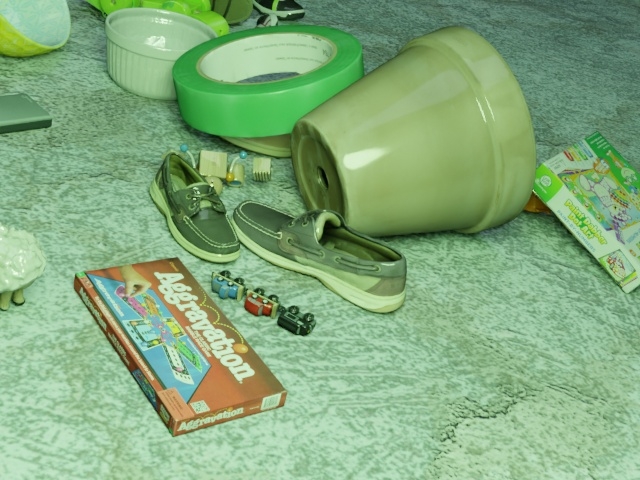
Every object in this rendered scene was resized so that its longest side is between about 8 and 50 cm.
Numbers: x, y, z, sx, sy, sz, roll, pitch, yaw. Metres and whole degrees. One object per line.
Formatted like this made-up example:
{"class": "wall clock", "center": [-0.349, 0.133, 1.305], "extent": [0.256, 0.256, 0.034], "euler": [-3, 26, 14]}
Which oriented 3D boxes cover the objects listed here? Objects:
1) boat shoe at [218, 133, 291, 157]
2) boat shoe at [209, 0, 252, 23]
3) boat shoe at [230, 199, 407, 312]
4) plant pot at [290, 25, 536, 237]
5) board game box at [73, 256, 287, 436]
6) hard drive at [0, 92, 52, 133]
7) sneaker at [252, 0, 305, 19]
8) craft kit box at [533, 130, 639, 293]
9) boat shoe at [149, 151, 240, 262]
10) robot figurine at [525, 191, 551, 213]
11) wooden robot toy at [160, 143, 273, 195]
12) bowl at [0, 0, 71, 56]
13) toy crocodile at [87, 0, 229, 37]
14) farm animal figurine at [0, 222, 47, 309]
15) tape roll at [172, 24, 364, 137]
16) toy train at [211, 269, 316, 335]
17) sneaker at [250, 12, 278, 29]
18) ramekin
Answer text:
{"class": "boat shoe", "center": [-0.023, -0.217, 1.652], "extent": [0.341, 0.110, 0.121], "euler": [2, 33, -20]}
{"class": "boat shoe", "center": [-0.301, -0.561, 2.098], "extent": [0.302, 0.113, 0.103], "euler": [7, 37, -11]}
{"class": "boat shoe", "center": [0.000, 0.000, 1.322], "extent": [0.285, 0.092, 0.103], "euler": [29, 34, 23]}
{"class": "plant pot", "center": [0.119, -0.135, 1.429], "extent": [0.280, 0.323, 0.323], "euler": [-20, 42, -22]}
{"class": "board game box", "center": [-0.173, 0.115, 1.123], "extent": [0.145, 0.027, 0.281], "euler": [-8, 37, -36]}
{"class": "hard drive", "center": [-0.511, -0.200, 1.499], "extent": [0.135, 0.022, 0.094], "euler": [-15, 42, -41]}
{"class": "sneaker", "center": [-0.129, -0.606, 2.262], "extent": [0.235, 0.097, 0.084], "euler": [34, 36, 29]}
{"class": "craft kit box", "center": [0.489, -0.056, 1.583], "extent": [0.246, 0.061, 0.250], "euler": [51, 40, 9]}
{"class": "boat shoe", "center": [-0.181, -0.052, 1.347], "extent": [0.080, 0.073, 0.223], "euler": [-7, 37, -33]}
{"class": "robot figurine", "center": [0.279, -0.139, 1.681], "extent": [0.211, 0.085, 0.291], "euler": [-6, 36, -33]}
{"class": "wooden robot toy", "center": [-0.162, -0.093, 1.458], "extent": [0.173, 0.076, 0.079], "euler": [6, 67, -15]}
{"class": "bowl", "center": [-0.605, -0.443, 1.697], "extent": [0.156, 0.289, 0.289], "euler": [-24, 26, 17]}
{"class": "toy crocodile", "center": [-0.347, -0.476, 1.966], "extent": [0.341, 0.105, 0.115], "euler": [17, 30, 13]}
{"class": "farm animal figurine", "center": [-0.518, -0.005, 1.025], "extent": [0.327, 0.172, 0.330], "euler": [28, 33, 21]}
{"class": "tape roll", "center": [-0.086, -0.276, 1.587], "extent": [0.321, 0.077, 0.321], "euler": [-5, 30, 3]}
{"class": "toy train", "center": [-0.080, 0.082, 1.221], "extent": [0.158, 0.027, 0.036], "euler": [26, 43, 17]}
{"class": "sneaker", "center": [-0.128, -0.443, 2.028], "extent": [0.077, 0.072, 0.178], "euler": [-4, 28, -10]}
{"class": "ramekin", "center": [-0.300, -0.344, 1.744], "extent": [0.207, 0.109, 0.207], "euler": [11, 30, -7]}
